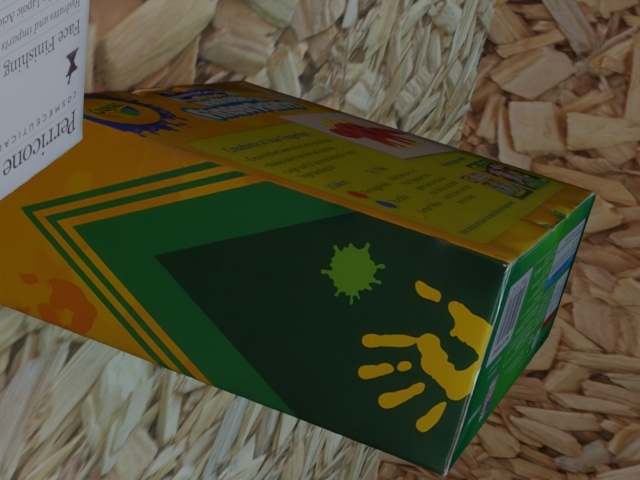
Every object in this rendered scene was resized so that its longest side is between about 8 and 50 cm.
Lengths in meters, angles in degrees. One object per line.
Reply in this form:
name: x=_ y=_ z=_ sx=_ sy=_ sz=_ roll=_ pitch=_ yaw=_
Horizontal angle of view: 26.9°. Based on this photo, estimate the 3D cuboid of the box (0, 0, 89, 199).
box: x=-0.219 y=-0.084 z=0.566 sx=0.181 sy=0.182 sz=0.119 roll=-50 pitch=156 yaw=-52

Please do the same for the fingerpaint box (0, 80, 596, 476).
fingerpaint box: x=0.000 y=0.000 z=1.096 sx=0.445 sy=0.371 sz=0.163 roll=-25 pitch=132 yaw=-71
